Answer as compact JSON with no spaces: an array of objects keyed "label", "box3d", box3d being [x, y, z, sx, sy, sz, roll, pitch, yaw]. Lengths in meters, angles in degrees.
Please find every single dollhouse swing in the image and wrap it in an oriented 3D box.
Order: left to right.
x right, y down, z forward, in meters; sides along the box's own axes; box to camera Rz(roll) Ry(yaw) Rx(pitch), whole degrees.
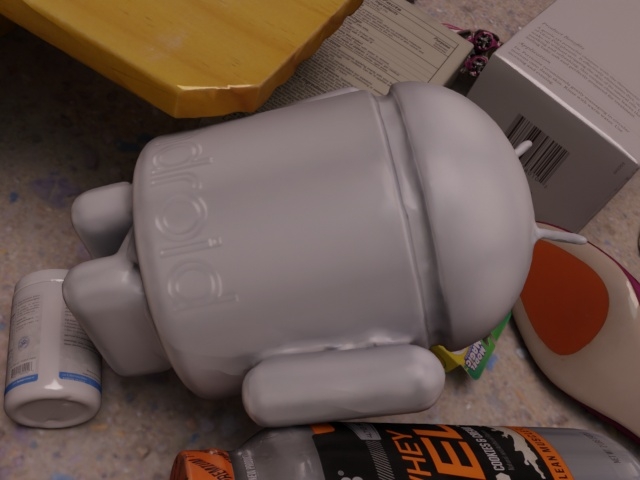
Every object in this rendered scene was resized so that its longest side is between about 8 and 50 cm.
[{"label":"dollhouse swing","box3d":[-0.170,-0.195,0.719,0.305,0.315,0.347,40,51,-4]}]

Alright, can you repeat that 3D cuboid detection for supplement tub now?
[{"label":"supplement tub","box3d":[-0.205,0.084,0.624,0.071,0.071,0.107,4,54,-17]},{"label":"supplement tub","box3d":[0.058,0.221,0.541,0.316,0.193,0.193,5,54,-17]}]

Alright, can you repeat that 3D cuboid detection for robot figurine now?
[{"label":"robot figurine","box3d":[0.000,0.000,0.591,0.354,0.199,0.300,-13,52,2]}]

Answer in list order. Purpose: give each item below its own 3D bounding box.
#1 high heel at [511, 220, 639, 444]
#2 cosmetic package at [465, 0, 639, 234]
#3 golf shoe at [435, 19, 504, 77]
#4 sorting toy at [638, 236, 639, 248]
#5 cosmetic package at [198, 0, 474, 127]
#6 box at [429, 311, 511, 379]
[{"label":"high heel","box3d":[0.326,0.131,0.787,0.181,0.127,0.377,9,42,-50]},{"label":"cosmetic package","box3d":[0.332,-0.189,0.961,0.197,0.155,0.365,42,52,11]},{"label":"golf shoe","box3d":[0.134,-0.241,0.996,0.186,0.067,0.086,17,12,4]},{"label":"sorting toy","box3d":[0.412,-0.011,0.941,0.083,0.044,0.075,14,33,-10]},{"label":"cosmetic package","box3d":[0.017,-0.133,0.835,0.160,0.113,0.309,35,51,6]},{"label":"box","box3d":[0.093,0.047,0.762,0.179,0.043,0.105,40,51,0]}]
